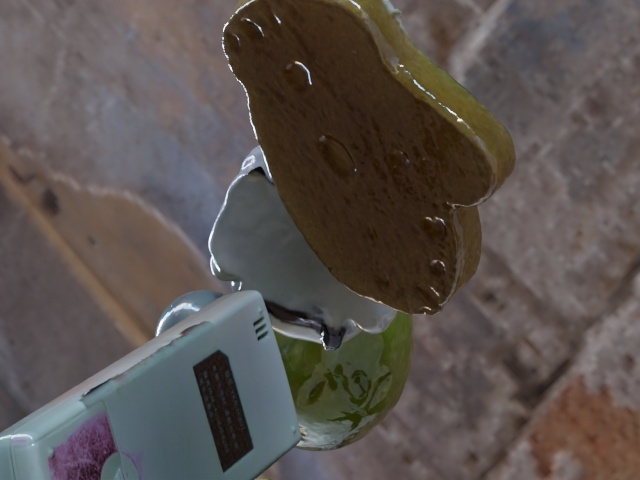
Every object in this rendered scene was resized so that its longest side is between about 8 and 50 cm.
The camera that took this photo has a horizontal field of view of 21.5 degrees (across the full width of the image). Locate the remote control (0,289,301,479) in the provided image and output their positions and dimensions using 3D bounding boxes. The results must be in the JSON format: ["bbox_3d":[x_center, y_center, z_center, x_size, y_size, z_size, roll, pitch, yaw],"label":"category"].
[{"bbox_3d":[-0.123,0.154,1.283,0.050,0.145,0.344,-9,11,30],"label":"remote control"}]

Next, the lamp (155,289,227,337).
[{"bbox_3d":[-0.120,0.101,1.742,0.105,0.105,0.105,-37,-19,-15],"label":"lamp"}]

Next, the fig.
[{"bbox_3d":[0.000,0.091,1.976,0.233,0.233,0.314,18,-96,-69],"label":"fig"}]

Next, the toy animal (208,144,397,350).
[{"bbox_3d":[0.000,0.000,1.747,0.156,0.208,0.204,-55,-15,-80],"label":"toy animal"}]

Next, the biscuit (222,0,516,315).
[{"bbox_3d":[0.056,-0.089,1.525,0.287,0.344,0.057,-2,30,47],"label":"biscuit"}]

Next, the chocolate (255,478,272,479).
[{"bbox_3d":[-0.178,0.368,1.460,0.288,0.301,0.137,-2,15,-4],"label":"chocolate"}]
